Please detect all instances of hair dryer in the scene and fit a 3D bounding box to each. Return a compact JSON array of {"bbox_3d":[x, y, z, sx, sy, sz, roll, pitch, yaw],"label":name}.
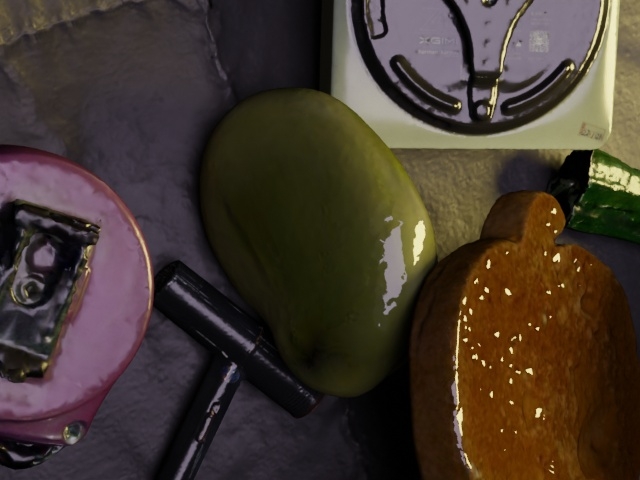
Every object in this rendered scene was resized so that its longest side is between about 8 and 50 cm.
[{"bbox_3d":[-0.114,0.141,1.487,0.173,0.050,0.195,41,79,-16],"label":"hair dryer"}]

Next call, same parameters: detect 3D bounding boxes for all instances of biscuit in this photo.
[{"bbox_3d":[0.176,0.113,1.514,0.367,0.063,0.314,4,79,-56],"label":"biscuit"}]

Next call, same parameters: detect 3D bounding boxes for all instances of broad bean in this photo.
[{"bbox_3d":[0.000,0.000,1.462,0.263,0.189,0.121,61,28,-5],"label":"broad bean"}]

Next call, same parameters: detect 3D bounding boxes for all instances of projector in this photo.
[{"bbox_3d":[0.132,-0.207,1.515,0.257,0.079,0.259,-1,99,-15],"label":"projector"}]

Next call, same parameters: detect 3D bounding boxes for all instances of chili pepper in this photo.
[{"bbox_3d":[0.320,-0.029,1.657,0.226,0.059,0.088,12,124,-26],"label":"chili pepper"}]

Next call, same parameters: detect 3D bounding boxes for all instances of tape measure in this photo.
[{"bbox_3d":[-0.249,0.047,1.365,0.231,0.149,0.245,16,86,-22],"label":"tape measure"}]

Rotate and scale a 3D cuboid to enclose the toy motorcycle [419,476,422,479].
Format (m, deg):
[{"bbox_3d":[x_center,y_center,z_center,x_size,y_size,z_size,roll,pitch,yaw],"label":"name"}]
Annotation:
[{"bbox_3d":[0.067,0.278,1.500,0.260,0.171,0.110,-45,106,-19],"label":"toy motorcycle"}]
